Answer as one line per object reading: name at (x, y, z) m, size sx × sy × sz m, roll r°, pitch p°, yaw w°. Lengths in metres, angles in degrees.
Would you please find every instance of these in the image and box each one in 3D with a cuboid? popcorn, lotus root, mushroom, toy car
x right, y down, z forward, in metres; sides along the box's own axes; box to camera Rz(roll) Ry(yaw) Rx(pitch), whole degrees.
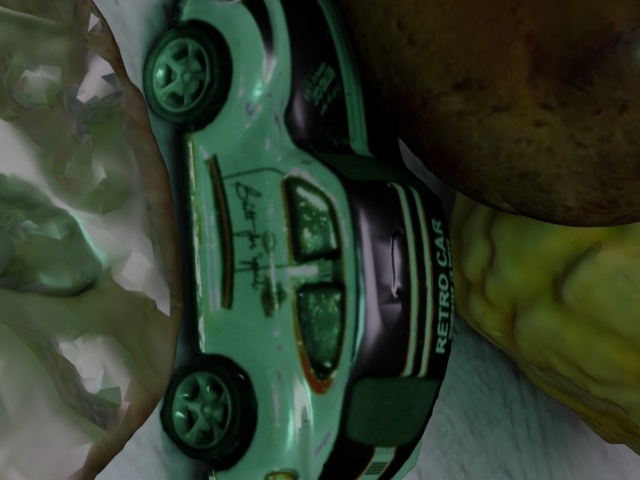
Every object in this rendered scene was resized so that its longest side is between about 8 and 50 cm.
popcorn at (0.264, -0.012, 1.135) m, size 0.349 × 0.349 × 0.381 m, roll 37°, pitch 81°, yaw -45°
lotus root at (-0.230, -0.023, 0.572) m, size 0.390 × 0.111 × 0.375 m, roll 42°, pitch 50°, yaw -21°
mushroom at (0.146, -0.124, 0.933) m, size 0.254 × 0.267 × 0.267 m, roll 46°, pitch 47°, yaw -44°
toy car at (0.000, 0.000, 0.952) m, size 0.136 × 0.125 × 0.305 m, roll 9°, pitch 76°, yaw -53°
